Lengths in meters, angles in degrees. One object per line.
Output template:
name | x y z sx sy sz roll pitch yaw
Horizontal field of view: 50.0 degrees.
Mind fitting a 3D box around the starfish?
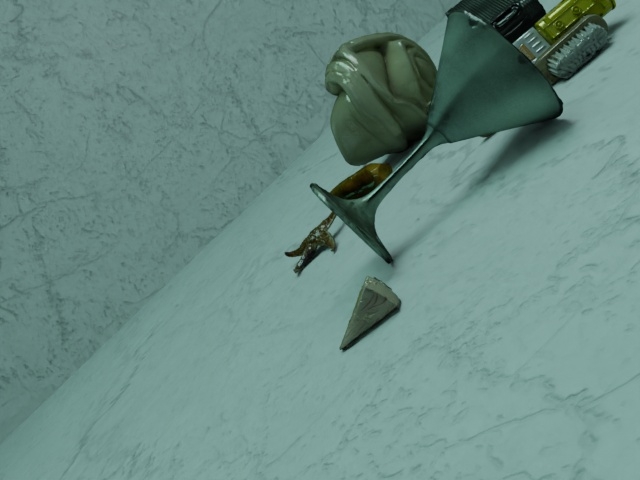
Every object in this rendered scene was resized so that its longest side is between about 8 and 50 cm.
starfish | -0.006 -0.005 1.691 0.213 0.057 0.238 -53 14 -12

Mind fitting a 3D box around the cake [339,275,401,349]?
cake | 0.062 0.116 1.081 0.121 0.065 0.052 -45 8 18

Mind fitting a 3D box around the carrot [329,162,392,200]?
carrot | 0.097 -0.142 1.814 0.070 0.070 0.260 -50 12 -32

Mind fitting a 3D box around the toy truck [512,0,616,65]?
toy truck | 0.496 -0.438 1.430 0.227 0.098 0.114 -40 -11 9

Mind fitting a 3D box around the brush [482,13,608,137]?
brush | 0.444 -0.322 1.379 0.327 0.070 0.065 -41 23 14

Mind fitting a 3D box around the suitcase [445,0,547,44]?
suitcase | 0.488 -0.618 1.913 0.202 0.128 0.312 -39 31 13

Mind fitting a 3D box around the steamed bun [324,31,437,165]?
steamed bun | 0.195 -0.402 1.877 0.255 0.342 0.367 -1 29 33

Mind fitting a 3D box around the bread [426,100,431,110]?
bread | 0.354 -0.326 1.661 0.147 0.127 0.152 -42 -21 8

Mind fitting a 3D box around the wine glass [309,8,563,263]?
wine glass | 0.189 -0.173 1.236 0.406 0.267 0.267 -45 12 6
